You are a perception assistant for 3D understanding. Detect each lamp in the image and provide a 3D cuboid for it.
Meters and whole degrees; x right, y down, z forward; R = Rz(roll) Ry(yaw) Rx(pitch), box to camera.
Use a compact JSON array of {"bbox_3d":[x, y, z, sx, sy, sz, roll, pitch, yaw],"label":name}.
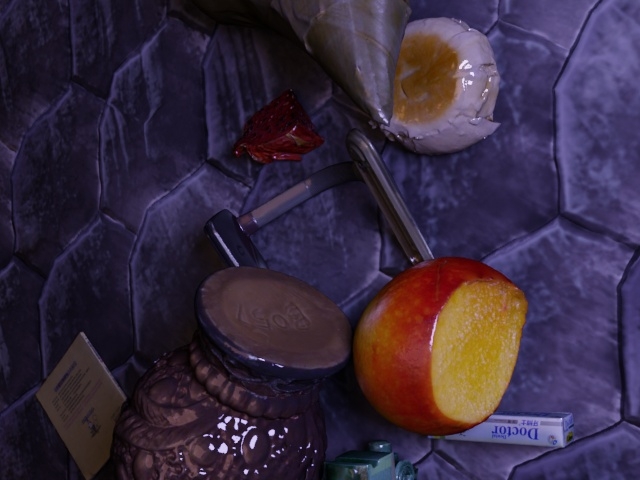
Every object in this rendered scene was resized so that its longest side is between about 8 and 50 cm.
[{"bbox_3d":[0.004,-0.003,0.970,0.283,0.124,0.203,-28,97,26],"label":"lamp"}]

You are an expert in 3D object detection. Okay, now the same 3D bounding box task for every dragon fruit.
[{"bbox_3d":[-0.059,-0.134,1.034,0.131,0.063,0.097,-32,42,28],"label":"dragon fruit"}]

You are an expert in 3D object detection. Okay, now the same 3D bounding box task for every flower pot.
[{"bbox_3d":[-0.093,0.189,0.908,0.267,0.267,0.267,38,118,26],"label":"flower pot"}]

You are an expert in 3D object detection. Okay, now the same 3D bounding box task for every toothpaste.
[{"bbox_3d":[0.203,0.214,0.867,0.164,0.046,0.034,-5,84,32],"label":"toothpaste"}]

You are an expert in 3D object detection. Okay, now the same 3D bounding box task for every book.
[{"bbox_3d":[-0.392,0.278,1.259,0.192,0.013,0.168,50,114,22],"label":"book"}]

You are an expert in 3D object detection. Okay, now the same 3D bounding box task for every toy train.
[{"bbox_3d":[0.063,0.348,0.907,0.083,0.132,0.200,-9,84,32],"label":"toy train"}]

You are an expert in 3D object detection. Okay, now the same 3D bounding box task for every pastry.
[{"bbox_3d":[0.131,-0.179,0.884,0.166,0.088,0.165,2,93,35],"label":"pastry"}]

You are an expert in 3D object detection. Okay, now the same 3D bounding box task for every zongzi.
[{"bbox_3d":[-0.046,-0.277,0.895,0.356,0.174,0.392,-8,65,36],"label":"zongzi"}]

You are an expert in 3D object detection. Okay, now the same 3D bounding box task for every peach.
[{"bbox_3d":[0.135,0.114,0.829,0.192,0.190,0.190,-32,74,30],"label":"peach"}]
